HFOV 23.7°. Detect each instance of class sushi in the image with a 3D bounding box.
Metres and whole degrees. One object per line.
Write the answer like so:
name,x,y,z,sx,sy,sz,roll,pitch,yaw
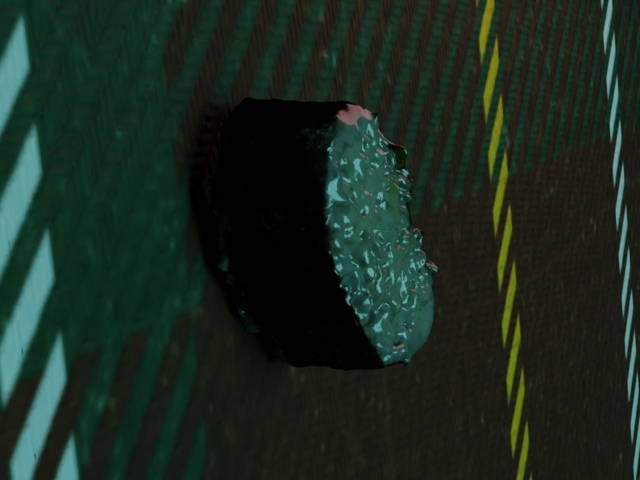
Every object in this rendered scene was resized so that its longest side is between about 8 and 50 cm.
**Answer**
sushi,0.000,0.000,0.741,0.090,0.078,0.150,-62,143,-37
